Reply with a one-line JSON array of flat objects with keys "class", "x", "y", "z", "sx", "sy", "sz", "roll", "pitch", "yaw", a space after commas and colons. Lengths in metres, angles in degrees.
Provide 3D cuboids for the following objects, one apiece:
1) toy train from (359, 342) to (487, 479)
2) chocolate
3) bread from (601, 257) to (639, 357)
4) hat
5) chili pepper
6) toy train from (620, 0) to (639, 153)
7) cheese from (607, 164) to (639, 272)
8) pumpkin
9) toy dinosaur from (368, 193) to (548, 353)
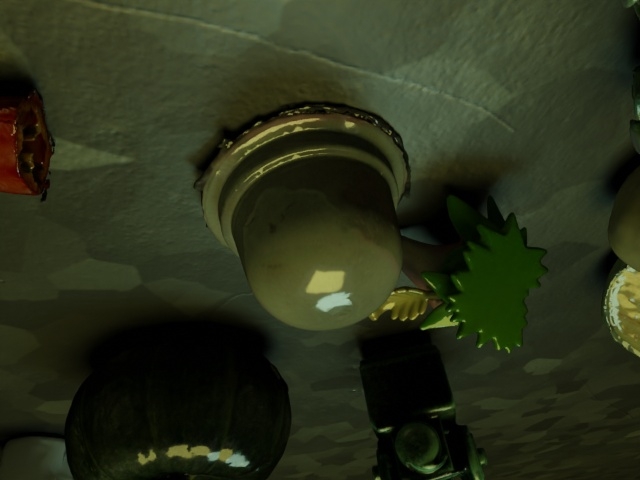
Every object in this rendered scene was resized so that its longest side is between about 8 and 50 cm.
[{"class": "toy train", "x": 0.158, "y": 0.301, "z": 0.862, "sx": 0.166, "sy": 0.238, "sz": 0.299, "roll": -13, "pitch": 147, "yaw": 4}, {"class": "chocolate", "x": 0.000, "y": 0.007, "z": 0.488, "sx": 0.221, "sy": 0.147, "sz": 0.221, "roll": -9, "pitch": 148, "yaw": -5}, {"class": "bread", "x": 0.500, "y": 0.065, "z": 0.698, "sx": 0.266, "sy": 0.040, "sz": 0.267, "roll": 8, "pitch": 127, "yaw": 10}, {"class": "hat", "x": -0.514, "y": 0.427, "z": 0.984, "sx": 0.203, "sy": 0.126, "sz": 0.203, "roll": -7, "pitch": 146, "yaw": -5}, {"class": "chili pepper", "x": -0.286, "y": -0.075, "z": 0.381, "sx": 0.168, "sy": 0.065, "sz": 0.088, "roll": 4, "pitch": 142, "yaw": -13}, {"class": "toy train", "x": 0.291, "y": -0.095, "z": 0.305, "sx": 0.173, "sy": 0.249, "sz": 0.307, "roll": -19, "pitch": 136, "yaw": 18}, {"class": "cheese", "x": 0.507, "y": -0.052, "z": 0.532, "sx": 0.328, "sy": 0.130, "sz": 0.351, "roll": 15, "pitch": 138, "yaw": -30}, {"class": "pumpkin", "x": -0.186, "y": 0.260, "z": 0.752, "sx": 0.300, "sy": 0.207, "sz": 0.300, "roll": -6, "pitch": 136, "yaw": -6}, {"class": "toy dinosaur", "x": 0.153, "y": 0.029, "z": 0.607, "sx": 0.194, "sy": 0.152, "sz": 0.177, "roll": 13, "pitch": 178, "yaw": -19}]
